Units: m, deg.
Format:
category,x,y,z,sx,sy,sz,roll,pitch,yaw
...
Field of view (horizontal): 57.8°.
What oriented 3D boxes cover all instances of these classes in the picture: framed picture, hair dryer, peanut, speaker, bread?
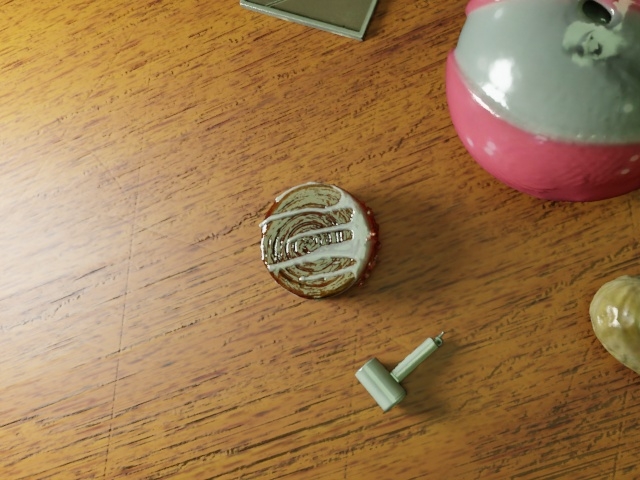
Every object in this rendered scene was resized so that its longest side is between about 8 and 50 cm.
category,x,y,z,sx,sy,sz,roll,pitch,yaw
framed picture,-0.003,-0.390,0.862,0.203,0.015,0.150,20,86,14
hair dryer,0.109,0.154,0.740,0.124,0.038,0.063,-41,75,-3
peanut,0.417,0.123,0.639,0.236,0.110,0.120,33,76,13
speaker,0.286,-0.183,0.653,0.294,0.294,0.294,-2,80,12
bread,0.000,0.000,0.766,0.160,0.073,0.160,-2,80,12
